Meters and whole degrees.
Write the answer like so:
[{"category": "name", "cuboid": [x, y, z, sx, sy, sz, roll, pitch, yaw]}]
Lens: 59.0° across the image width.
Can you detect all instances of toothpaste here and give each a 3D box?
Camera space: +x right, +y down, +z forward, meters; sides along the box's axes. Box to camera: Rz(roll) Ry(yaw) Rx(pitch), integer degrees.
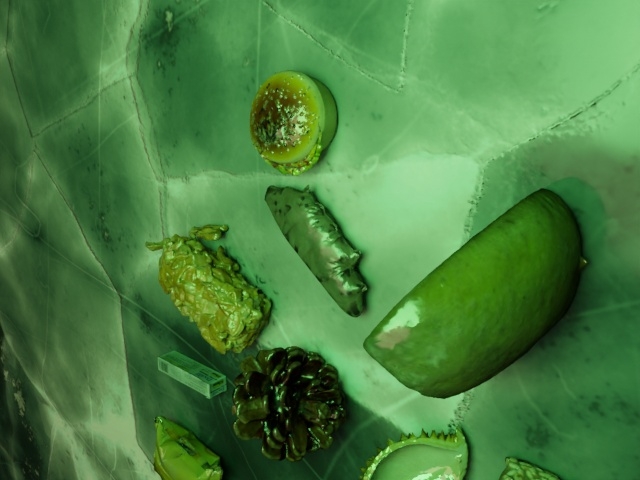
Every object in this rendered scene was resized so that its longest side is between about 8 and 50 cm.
[{"category": "toothpaste", "cuboid": [-0.259, 0.263, 1.124, 0.164, 0.046, 0.034, 14, 110, 36]}]

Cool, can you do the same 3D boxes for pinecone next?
[{"category": "pinecone", "cuboid": [-0.050, 0.254, 0.881, 0.195, 0.150, 0.179, -9, 91, 38]}]

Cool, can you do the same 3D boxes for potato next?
[{"category": "potato", "cuboid": [0.153, 0.095, 0.588, 0.112, 0.255, 0.269, 43, 127, 23]}]

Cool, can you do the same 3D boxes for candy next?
[{"category": "candy", "cuboid": [0.258, 0.327, 0.697, 0.110, 0.085, 0.095, 19, 124, 22]}]

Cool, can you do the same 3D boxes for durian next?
[{"category": "durian", "cuboid": [0.116, 0.366, 0.774, 0.139, 0.144, 0.252, 6, 75, 37]}]

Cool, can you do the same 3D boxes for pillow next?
[{"category": "pillow", "cuboid": [0.000, -0.001, 0.822, 0.241, 0.051, 0.093, 54, 130, 17]}]

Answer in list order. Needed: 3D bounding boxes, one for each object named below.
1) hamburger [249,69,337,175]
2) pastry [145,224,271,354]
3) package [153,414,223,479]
[{"category": "hamburger", "cuboid": [-0.042, -0.163, 0.786, 0.127, 0.082, 0.141, 28, 119, 31]}, {"category": "pastry", "cuboid": [-0.191, 0.071, 0.970, 0.250, 0.102, 0.154, 46, 127, 20]}, {"category": "package", "cuboid": [-0.276, 0.475, 1.177, 0.226, 0.090, 0.168, 28, 123, 34]}]
